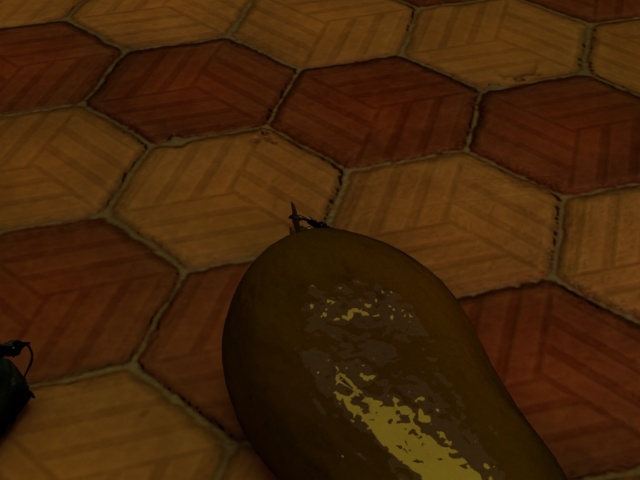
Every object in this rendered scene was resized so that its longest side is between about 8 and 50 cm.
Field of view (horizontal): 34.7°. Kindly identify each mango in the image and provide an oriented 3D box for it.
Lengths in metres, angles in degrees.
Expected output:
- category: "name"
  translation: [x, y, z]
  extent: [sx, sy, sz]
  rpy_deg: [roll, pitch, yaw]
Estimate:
- category: "mango"
  translation: [0.037, 0.117, 0.771]
  extent: [0.195, 0.142, 0.331]
  rpy_deg: [-18, 45, -13]

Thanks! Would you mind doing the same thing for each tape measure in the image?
- category: "tape measure"
  translation: [-0.294, 0.096, 0.787]
  extent: [0.107, 0.180, 0.104]
  rpy_deg: [12, 58, 14]

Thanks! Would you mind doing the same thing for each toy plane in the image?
- category: "toy plane"
  translation: [0.000, 0.000, 0.984]
  extent: [0.031, 0.049, 0.120]
  rpy_deg: [-20, 26, -23]
